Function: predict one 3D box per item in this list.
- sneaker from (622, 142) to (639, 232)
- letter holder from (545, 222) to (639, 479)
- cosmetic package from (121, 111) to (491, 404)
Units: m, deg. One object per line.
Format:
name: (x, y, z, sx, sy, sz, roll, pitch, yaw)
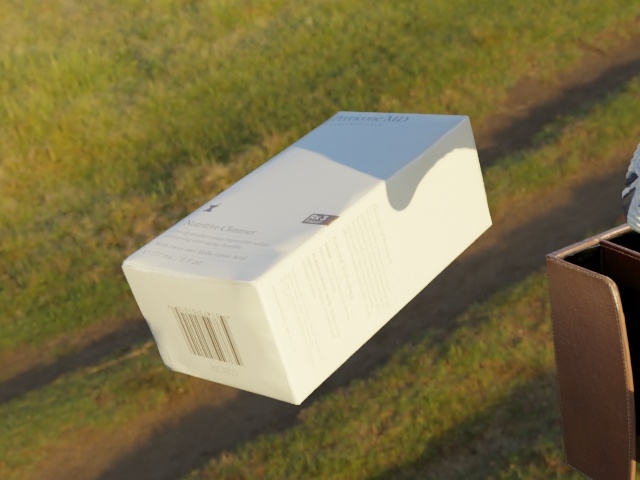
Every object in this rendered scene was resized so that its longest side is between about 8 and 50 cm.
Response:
sneaker: (0.358, -0.083, 0.872, 0.235, 0.153, 0.094, -60, 3, -9)
letter holder: (0.406, 0.158, 1.287, 0.152, 0.302, 0.214, -19, 23, -22)
cosmetic package: (0.000, 0.000, 1.222, 0.217, 0.156, 0.385, 6, 35, 40)
